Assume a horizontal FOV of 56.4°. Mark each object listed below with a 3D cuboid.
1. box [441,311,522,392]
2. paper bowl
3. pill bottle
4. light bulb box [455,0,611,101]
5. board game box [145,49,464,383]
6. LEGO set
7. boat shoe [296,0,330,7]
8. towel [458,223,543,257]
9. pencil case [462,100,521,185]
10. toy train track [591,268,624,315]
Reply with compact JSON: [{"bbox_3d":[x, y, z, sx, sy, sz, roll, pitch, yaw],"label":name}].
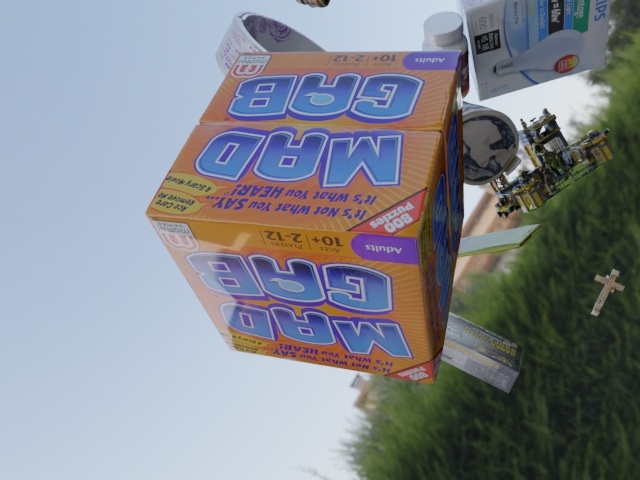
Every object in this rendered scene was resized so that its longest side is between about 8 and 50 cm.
[{"bbox_3d":[0.341,0.242,1.373,0.183,0.231,0.056,-20,-47,-67],"label":"box"},{"bbox_3d":[-0.076,-0.319,1.201,0.284,0.284,0.148,-20,-29,-56],"label":"paper bowl"},{"bbox_3d":[0.334,-0.484,1.594,0.121,0.121,0.221,-49,-35,-23],"label":"pill bottle"},{"bbox_3d":[0.569,-0.617,1.625,0.358,0.361,0.225,54,-154,-56],"label":"light bulb box"},{"bbox_3d":[0.022,-0.043,0.934,0.356,0.356,0.356,73,-151,-48],"label":"board game box"},{"bbox_3d":[0.564,-0.225,1.557,0.331,0.192,0.255,-32,6,2],"label":"LEGO set"},{"bbox_3d":[-0.030,-0.792,1.638,0.111,0.104,0.307,-45,-36,-21],"label":"boat shoe"},{"bbox_3d":[0.346,0.012,1.270,0.102,0.237,0.021,-34,-78,-37],"label":"towel"},{"bbox_3d":[0.308,-0.250,1.378,0.410,0.183,0.160,-110,41,-67],"label":"pencil case"},{"bbox_3d":[0.475,0.088,0.996,0.014,0.048,0.083,-22,-44,-77],"label":"toy train track"}]
